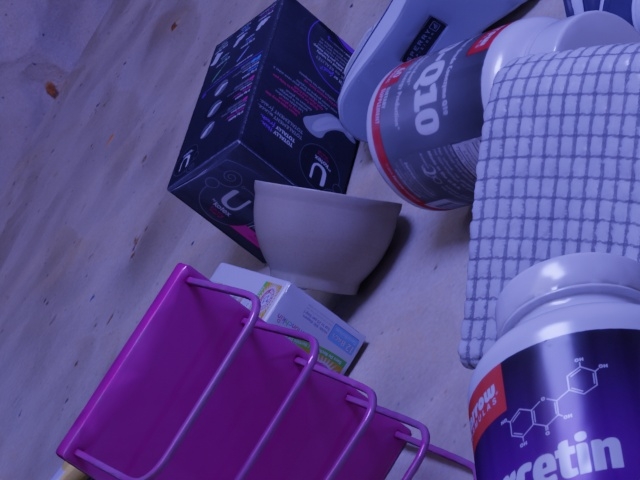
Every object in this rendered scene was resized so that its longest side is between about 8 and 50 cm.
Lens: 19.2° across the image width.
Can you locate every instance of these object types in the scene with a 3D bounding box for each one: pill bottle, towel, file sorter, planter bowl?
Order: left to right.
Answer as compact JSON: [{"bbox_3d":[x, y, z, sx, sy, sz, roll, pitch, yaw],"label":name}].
[{"bbox_3d":[-0.035,0.190,1.643,0.202,0.290,0.182,-57,26,-11],"label":"file sorter"},{"bbox_3d":[0.000,0.000,2.041,0.162,0.162,0.109,11,92,65],"label":"planter bowl"},{"bbox_3d":[0.186,-0.127,1.841,0.283,0.161,0.161,-15,43,55],"label":"pill bottle"},{"bbox_3d":[0.198,0.171,1.294,0.181,0.181,0.323,-36,41,33],"label":"pill bottle"},{"bbox_3d":[0.242,-0.015,1.536,0.235,0.121,0.284,1,85,53],"label":"towel"}]

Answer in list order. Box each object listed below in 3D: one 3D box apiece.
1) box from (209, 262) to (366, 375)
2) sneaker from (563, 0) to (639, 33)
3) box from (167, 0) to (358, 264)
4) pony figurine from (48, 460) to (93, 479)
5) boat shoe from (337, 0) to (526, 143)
[{"bbox_3d":[-0.057,0.104,2.021,0.103,0.114,0.203,-57,22,-9],"label":"box"},{"bbox_3d":[0.337,-0.303,1.892,0.153,0.099,0.282,-10,50,56],"label":"sneaker"},{"bbox_3d":[-0.056,-0.137,2.298,0.143,0.165,0.270,-32,30,39],"label":"box"},{"bbox_3d":[-0.335,0.380,2.012,0.363,0.303,0.351,-42,29,-15],"label":"pony figurine"},{"bbox_3d":[0.146,-0.283,2.201,0.367,0.135,0.156,-54,18,21],"label":"boat shoe"}]
